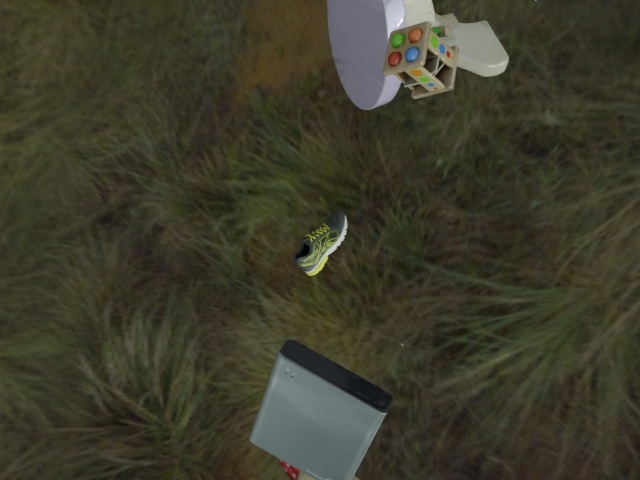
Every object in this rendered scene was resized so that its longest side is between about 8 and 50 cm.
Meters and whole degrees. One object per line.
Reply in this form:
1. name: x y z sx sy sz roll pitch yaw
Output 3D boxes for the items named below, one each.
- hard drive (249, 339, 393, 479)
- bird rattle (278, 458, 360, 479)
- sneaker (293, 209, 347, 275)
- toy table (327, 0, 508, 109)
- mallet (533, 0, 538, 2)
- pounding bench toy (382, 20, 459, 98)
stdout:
1. hard drive: -0.003 0.145 0.838 0.094 0.135 0.022 28 49 8
2. bird rattle: 0.028 0.410 1.618 0.143 0.207 0.253 -30 65 -31
3. sneaker: 0.000 0.000 1.186 0.035 0.031 0.083 30 89 -36
4. toy table: 0.114 -0.297 1.340 0.161 0.274 0.252 -21 79 -13
5. mallet: 0.329 -0.390 1.335 0.190 0.039 0.062 -39 86 34
6. pounding bench toy: 0.107 -0.205 1.099 0.052 0.065 0.083 -8 62 41
